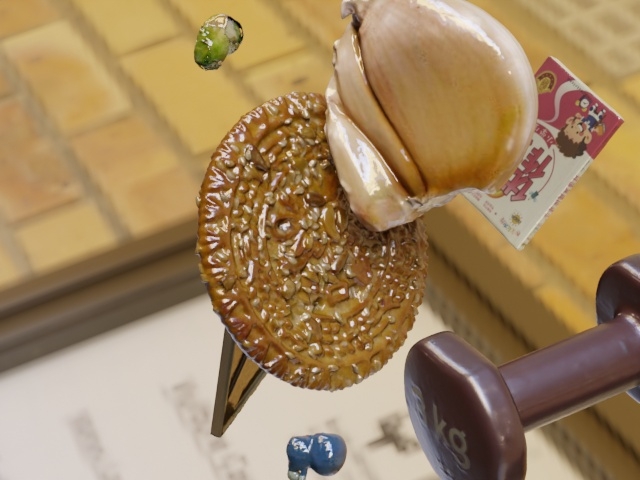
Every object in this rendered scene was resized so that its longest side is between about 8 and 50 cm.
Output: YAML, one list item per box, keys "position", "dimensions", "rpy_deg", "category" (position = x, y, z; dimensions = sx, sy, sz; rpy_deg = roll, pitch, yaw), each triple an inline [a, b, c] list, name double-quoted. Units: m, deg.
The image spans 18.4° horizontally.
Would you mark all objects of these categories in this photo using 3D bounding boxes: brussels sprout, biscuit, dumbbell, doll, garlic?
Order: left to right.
- position: [-0.113, -0.220, 2.165]
  dimensions: [0.083, 0.046, 0.051]
  rpy_deg: [-67, 146, -65]
  category: "brussels sprout"
- position: [-0.006, 0.287, 2.627]
  dimensions: [0.050, 0.083, 0.076]
  rpy_deg: [73, 19, -57]
  category: "doll"
- position: [0.000, 0.000, 1.974]
  dimensions: [0.038, 0.305, 0.305]
  rpy_deg: [-10, -78, 49]
  category: "biscuit"
- position: [0.105, -0.142, 1.938]
  dimensions: [0.110, 0.217, 0.228]
  rpy_deg: [-30, 103, -68]
  category: "garlic"
- position: [0.185, 0.105, 1.507]
  dimensions: [0.140, 0.225, 0.124]
  rpy_deg: [38, -38, 52]
  category: "dumbbell"

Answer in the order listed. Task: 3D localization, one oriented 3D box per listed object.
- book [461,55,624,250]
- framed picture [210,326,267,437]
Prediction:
- position: [0.298, -0.122, 2.737]
  dimensions: [0.022, 0.232, 0.162]
  rpy_deg: [23, 20, -49]
  category: "book"
- position: [-0.072, 0.100, 2.385]
  dimensions: [0.265, 0.018, 0.192]
  rpy_deg: [-52, 154, -63]
  category: "framed picture"
